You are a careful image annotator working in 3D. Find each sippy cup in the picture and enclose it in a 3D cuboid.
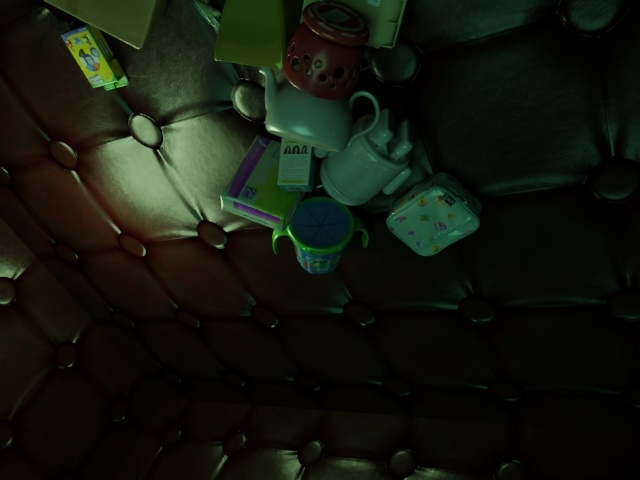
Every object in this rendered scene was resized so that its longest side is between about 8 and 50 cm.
[{"bbox_3d":[0.000,0.000,1.912,0.305,0.240,0.224,25,149,15],"label":"sippy cup"}]

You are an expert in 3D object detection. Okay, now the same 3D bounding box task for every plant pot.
[{"bbox_3d":[0.021,-0.465,1.302,0.191,0.191,0.174,27,134,0],"label":"plant pot"},{"bbox_3d":[-0.150,-0.588,1.446,0.212,0.212,0.187,13,121,15],"label":"plant pot"}]

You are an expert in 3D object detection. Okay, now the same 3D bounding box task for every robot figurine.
[{"bbox_3d":[0.131,-0.240,1.625,0.299,0.200,0.353,27,139,-20],"label":"robot figurine"}]

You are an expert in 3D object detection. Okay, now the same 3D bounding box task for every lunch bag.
[{"bbox_3d":[0.371,-0.077,1.729,0.224,0.108,0.279,42,135,-14],"label":"lunch bag"}]

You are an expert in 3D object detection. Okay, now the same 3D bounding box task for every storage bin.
[{"bbox_3d":[0.099,-0.646,1.318,0.260,0.123,0.262,20,136,6],"label":"storage bin"}]

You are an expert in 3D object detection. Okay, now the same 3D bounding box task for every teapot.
[{"bbox_3d":[-0.013,-0.352,1.428,0.255,0.187,0.252,12,-173,-42],"label":"teapot"}]

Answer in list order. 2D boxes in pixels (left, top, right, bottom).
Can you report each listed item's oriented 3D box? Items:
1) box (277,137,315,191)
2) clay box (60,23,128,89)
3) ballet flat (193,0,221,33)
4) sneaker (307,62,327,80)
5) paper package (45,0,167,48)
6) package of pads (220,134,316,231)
[{"bbox_3d":[-0.068,-0.276,1.655,0.100,0.245,0.060,2,166,12],"label":"box"},{"bbox_3d":[-0.760,-0.612,1.813,0.127,0.053,0.222,-3,128,29],"label":"clay box"},{"bbox_3d":[-0.301,-0.645,1.573,0.052,0.057,0.168,-32,118,12],"label":"ballet flat"},{"bbox_3d":[-0.032,-0.453,1.581,0.080,0.094,0.212,35,136,-10],"label":"sneaker"},{"bbox_3d":[-0.566,-0.756,1.468,0.309,0.168,0.325,25,138,-15],"label":"paper package"},{"bbox_3d":[-0.158,-0.190,1.740,0.229,0.297,0.101,20,148,6],"label":"package of pads"}]
